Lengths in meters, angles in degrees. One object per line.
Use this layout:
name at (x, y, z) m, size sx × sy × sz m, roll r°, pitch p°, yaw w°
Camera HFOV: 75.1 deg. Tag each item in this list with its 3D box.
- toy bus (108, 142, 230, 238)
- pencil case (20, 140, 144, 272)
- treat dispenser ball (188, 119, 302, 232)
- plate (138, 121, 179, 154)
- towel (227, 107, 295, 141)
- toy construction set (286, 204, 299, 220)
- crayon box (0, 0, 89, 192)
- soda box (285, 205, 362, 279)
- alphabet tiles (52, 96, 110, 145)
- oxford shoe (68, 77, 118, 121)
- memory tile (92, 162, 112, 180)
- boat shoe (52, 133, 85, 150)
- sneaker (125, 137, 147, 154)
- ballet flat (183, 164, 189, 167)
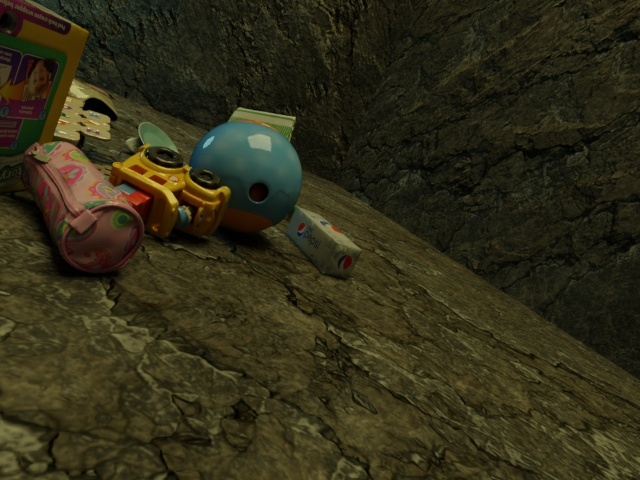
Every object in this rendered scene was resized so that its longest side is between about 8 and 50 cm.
toy bus at (-0.325, -0.077, 0.847) m, size 0.220 × 0.149 × 0.211 m, roll 27°, pitch 26°, yaw -3°
pencil case at (-0.390, -0.064, 0.666) m, size 0.284 × 0.124 × 0.124 m, roll 37°, pitch 17°, yaw 36°
treat dispenser ball at (-0.191, -0.163, 1.073) m, size 0.288 × 0.288 × 0.288 m, roll 24°, pitch 13°, yaw -6°
plate at (-0.559, -0.321, 1.440) m, size 0.188 × 0.024 × 0.188 m, roll 53°, pitch 17°, yaw -24°
towel at (-0.237, -0.298, 1.414) m, size 0.248 × 0.324 × 0.038 m, roll 13°, pitch -17°, yaw 10°
toy construction set at (-0.191, -0.260, 1.570) m, size 0.257 × 0.237 × 0.309 m, roll 21°, pitch 13°, yaw -17°
crayon box at (-0.523, -0.213, 0.583) m, size 0.106 × 0.313 × 0.363 m, roll 28°, pitch 12°, yaw -4°
soda box at (0.000, 0.000, 1.215) m, size 0.091 × 0.098 × 0.286 m, roll 17°, pitch 14°, yaw -33°
alphabet tiles at (-0.689, -0.323, 1.063) m, size 0.278 × 0.021 × 0.284 m, roll 12°, pitch 30°, yaw -34°
oxford shoe at (-0.931, -0.537, 1.519) m, size 0.146 × 0.140 × 0.397 m, roll 41°, pitch 21°, yaw 29°
memory tile at (-0.544, -0.166, 1.038) m, size 0.113 × 0.012 × 0.148 m, roll 28°, pitch 14°, yaw 14°
boat shoe at (-0.732, -0.298, 1.081) m, size 0.228 × 0.068 × 0.081 m, roll 22°, pitch 14°, yaw -15°
sneaker at (-0.622, -0.317, 1.433) m, size 0.065 × 0.061 × 0.158 m, roll 3°, pitch 5°, yaw 16°
ballet flat at (-0.438, -0.202, 1.277) m, size 0.079 × 0.077 × 0.221 m, roll 6°, pitch 9°, yaw -2°
